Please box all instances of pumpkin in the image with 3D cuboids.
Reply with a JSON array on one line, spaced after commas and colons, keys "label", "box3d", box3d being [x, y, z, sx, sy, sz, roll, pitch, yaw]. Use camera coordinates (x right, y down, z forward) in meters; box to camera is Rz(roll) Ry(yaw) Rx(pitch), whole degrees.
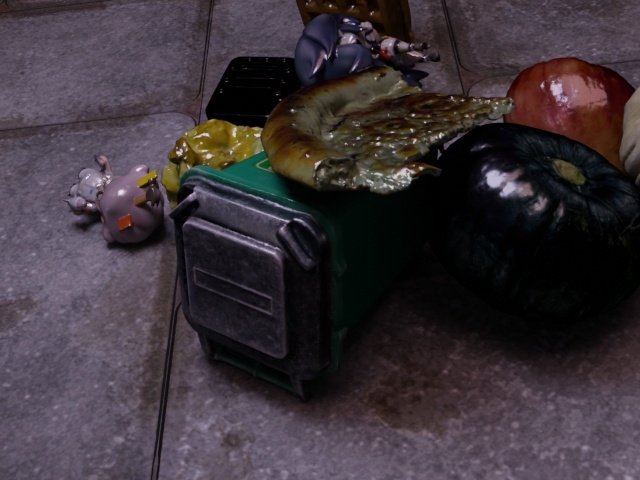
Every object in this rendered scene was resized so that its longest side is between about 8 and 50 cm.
[{"label": "pumpkin", "box3d": [0.291, -0.012, 1.406, 0.315, 0.238, 0.315, 17, 30, -10]}]

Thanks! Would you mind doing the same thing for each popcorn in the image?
[{"label": "popcorn", "box3d": [-0.137, -0.093, 1.621, 0.221, 0.183, 0.204, 18, 46, 23]}]

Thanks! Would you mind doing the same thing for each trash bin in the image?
[{"label": "trash bin", "box3d": [0.000, 0.000, 1.442, 0.259, 0.295, 0.381, 20, 38, 30]}]

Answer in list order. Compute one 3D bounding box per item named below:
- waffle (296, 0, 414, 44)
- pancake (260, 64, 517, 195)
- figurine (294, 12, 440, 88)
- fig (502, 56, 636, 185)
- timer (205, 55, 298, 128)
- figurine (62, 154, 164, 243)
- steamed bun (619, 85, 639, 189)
[{"label": "waffle", "box3d": [0.054, -0.471, 1.920, 0.224, 0.327, 0.098, 17, 59, 26]}, {"label": "pancake", "box3d": [0.065, -0.156, 1.352, 0.305, 0.067, 0.427, 6, 24, 28]}, {"label": "figurine", "box3d": [0.070, -0.317, 1.853, 0.197, 0.175, 0.265, -40, 38, -8]}, {"label": "fig", "box3d": [0.406, -0.168, 1.594, 0.224, 0.224, 0.263, -28, 59, -22]}, {"label": "timer", "box3d": [-0.122, -0.277, 1.936, 0.144, 0.055, 0.187, 4, 46, 17]}, {"label": "figurine", "box3d": [-0.327, -0.064, 1.682, 0.229, 0.112, 0.137, 20, 75, 38]}, {"label": "steamed bun", "box3d": [0.520, -0.108, 1.360, 0.289, 0.276, 0.203, 41, 82, 18]}]
